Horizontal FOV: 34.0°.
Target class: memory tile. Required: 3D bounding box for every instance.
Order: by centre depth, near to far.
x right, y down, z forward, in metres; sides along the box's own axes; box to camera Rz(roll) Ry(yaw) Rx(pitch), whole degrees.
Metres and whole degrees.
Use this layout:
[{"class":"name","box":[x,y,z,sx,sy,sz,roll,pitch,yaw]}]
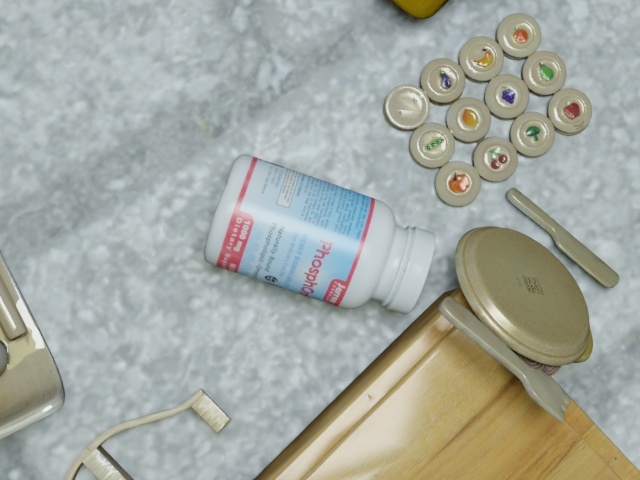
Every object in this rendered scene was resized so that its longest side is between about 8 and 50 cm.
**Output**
[{"class":"memory tile","box":[0.134,-0.106,0.838,0.148,0.012,0.113,-33,89,-5]}]

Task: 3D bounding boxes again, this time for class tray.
[{"class":"tray","box":[0.025,0.248,0.761,0.411,0.076,0.203,-44,90,-10]}]

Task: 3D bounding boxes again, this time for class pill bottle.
[{"class":"pill bottle","box":[0.000,0.000,0.784,0.160,0.087,0.087,19,85,-3]}]

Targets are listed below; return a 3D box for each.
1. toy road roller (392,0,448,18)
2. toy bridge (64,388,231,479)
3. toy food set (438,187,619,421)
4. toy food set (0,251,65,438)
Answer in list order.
[{"class":"toy road roller","box":[0.122,-0.319,0.784,0.202,0.240,0.329,43,47,-1]},{"class":"toy bridge","box":[-0.156,0.180,0.791,0.188,0.026,0.063,-44,88,-5]},{"class":"toy food set","box":[0.149,0.047,0.778,0.132,0.192,0.038,41,129,1]},{"class":"toy food set","box":[-0.351,0.033,0.752,0.220,0.092,0.306,-27,88,-6]}]
